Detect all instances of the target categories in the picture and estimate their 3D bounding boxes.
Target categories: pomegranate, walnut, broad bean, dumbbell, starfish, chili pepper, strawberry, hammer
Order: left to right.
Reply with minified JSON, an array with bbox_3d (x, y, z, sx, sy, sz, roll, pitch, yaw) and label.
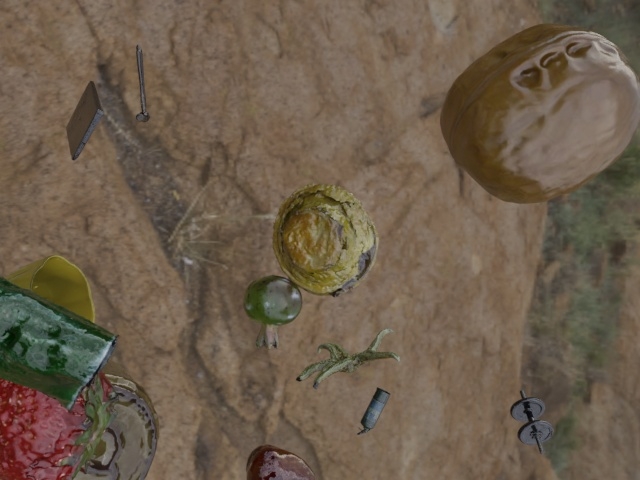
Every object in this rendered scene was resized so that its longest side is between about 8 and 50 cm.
[{"bbox_3d":[-0.372,0.088,0.862,0.271,0.136,0.099,31,57,-11],"label":"chili pepper"},{"bbox_3d":[-0.521,0.311,1.366,0.257,0.277,0.257,19,90,-82],"label":"strawberry"},{"bbox_3d":[-0.417,-0.365,1.782,0.065,0.021,0.178,-78,169,-74],"label":"hammer"},{"bbox_3d":[-0.093,0.135,1.448,0.115,0.115,0.142,14,77,-44],"label":"pomegranate"},{"bbox_3d":[-0.096,0.618,1.953,0.228,0.122,0.156,44,87,-20],"label":"broad bean"},{"bbox_3d":[0.055,0.209,1.343,0.224,0.217,0.050,-29,98,-38],"label":"starfish"},{"bbox_3d":[0.405,0.347,1.467,0.069,0.069,0.147,50,21,-33],"label":"dumbbell"},{"bbox_3d":[0.444,-0.262,1.546,0.398,0.354,0.308,-33,144,0],"label":"walnut"}]

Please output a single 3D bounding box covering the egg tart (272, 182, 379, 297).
[{"bbox_3d":[0.000,0.000,1.560,0.106,0.241,0.240,-9,97,-69],"label":"egg tart"}]

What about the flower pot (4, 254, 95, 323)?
[{"bbox_3d":[-0.594,0.143,1.562,0.195,0.179,0.195,-14,90,-73],"label":"flower pot"}]

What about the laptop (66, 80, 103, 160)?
[{"bbox_3d":[-0.531,-0.270,1.713,0.016,0.197,0.135,24,109,-32],"label":"laptop"}]

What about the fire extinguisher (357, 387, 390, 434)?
[{"bbox_3d":[0.089,0.287,1.268,0.038,0.025,0.083,30,87,-48],"label":"fire extinguisher"}]

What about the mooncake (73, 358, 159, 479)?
[{"bbox_3d":[-0.582,0.466,1.792,0.393,0.246,0.394,-47,129,-12],"label":"mooncake"}]
